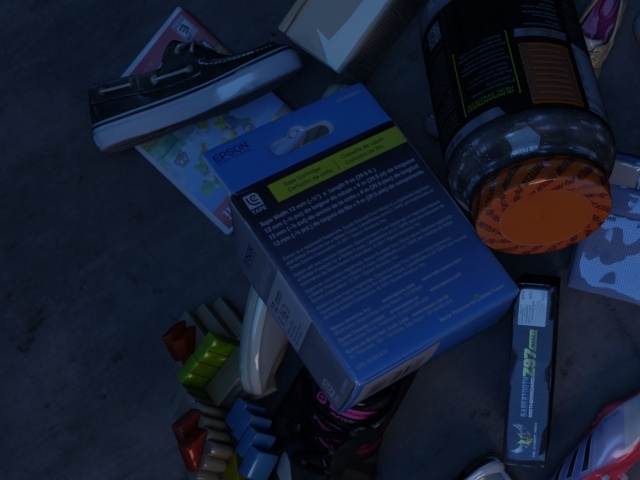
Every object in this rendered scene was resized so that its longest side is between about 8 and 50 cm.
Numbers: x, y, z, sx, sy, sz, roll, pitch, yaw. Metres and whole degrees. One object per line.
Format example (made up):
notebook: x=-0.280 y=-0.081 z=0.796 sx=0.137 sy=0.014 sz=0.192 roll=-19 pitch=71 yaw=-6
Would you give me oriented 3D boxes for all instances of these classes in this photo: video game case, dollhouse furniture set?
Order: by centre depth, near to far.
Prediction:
dollhouse furniture set: x=0.424 y=0.052 z=1.441 sx=0.303 sy=0.198 sz=0.287 roll=17 pitch=103 yaw=18
video game case: x=-0.171 y=-0.176 z=1.681 sx=0.285 sy=0.025 sz=0.204 roll=43 pitch=100 yaw=9

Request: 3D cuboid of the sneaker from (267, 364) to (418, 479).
sneaker: x=0.020 y=0.226 z=1.554 sx=0.185 sy=0.202 sz=0.483 roll=20 pitch=96 yaw=13

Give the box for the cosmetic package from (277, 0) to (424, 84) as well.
cosmetic package: x=0.090 y=-0.371 z=1.544 sx=0.113 sy=0.160 sz=0.309 roll=37 pitch=98 yaw=11

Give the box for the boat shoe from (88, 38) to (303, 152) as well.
boat shoe: x=-0.191 y=-0.227 z=1.608 sx=0.335 sy=0.121 sz=0.119 roll=-18 pitch=92 yaw=16

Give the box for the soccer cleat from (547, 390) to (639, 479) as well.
soccer cleat: x=0.387 y=0.277 z=1.540 sx=0.248 sy=0.083 sz=0.095 roll=-41 pitch=53 yaw=16

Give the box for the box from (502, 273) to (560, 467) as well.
box: x=0.280 y=0.165 z=1.499 sx=0.059 sy=0.183 sz=0.233 roll=5 pitch=94 yaw=14

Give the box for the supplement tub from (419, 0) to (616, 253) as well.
supplement tub: x=0.245 y=-0.166 z=1.420 sx=0.207 sy=0.207 sz=0.338 roll=-15 pitch=56 yaw=14

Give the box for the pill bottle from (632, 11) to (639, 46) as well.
pill bottle: x=0.557 y=-0.331 z=1.419 sx=0.181 sy=0.181 sz=0.323 roll=42 pitch=100 yaw=9

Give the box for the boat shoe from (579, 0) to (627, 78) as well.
boat shoe: x=0.360 y=-0.267 z=1.531 sx=0.063 sy=0.059 sz=0.170 roll=23 pitch=97 yaw=12

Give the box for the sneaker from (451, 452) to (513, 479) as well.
sneaker: x=0.193 y=0.412 z=1.579 sx=0.228 sy=0.086 sz=0.132 roll=-41 pitch=85 yaw=11

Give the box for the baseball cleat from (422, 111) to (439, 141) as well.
baseball cleat: x=0.222 y=-0.097 z=1.564 sx=0.205 sy=0.072 sz=0.109 roll=25 pitch=104 yaw=15

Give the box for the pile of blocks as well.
pile of blocks: x=-0.145 y=0.234 z=1.565 sx=0.149 sy=0.112 sz=0.362 roll=-32 pitch=56 yaw=26

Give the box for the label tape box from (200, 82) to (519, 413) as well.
label tape box: x=0.039 y=0.001 z=1.410 sx=0.249 sy=0.115 sz=0.348 roll=-27 pitch=69 yaw=-23

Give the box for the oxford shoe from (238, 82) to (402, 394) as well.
oxford shoe: x=0.000 y=0.000 z=1.542 sx=0.130 sy=0.169 sz=0.449 roll=20 pitch=77 yaw=5
